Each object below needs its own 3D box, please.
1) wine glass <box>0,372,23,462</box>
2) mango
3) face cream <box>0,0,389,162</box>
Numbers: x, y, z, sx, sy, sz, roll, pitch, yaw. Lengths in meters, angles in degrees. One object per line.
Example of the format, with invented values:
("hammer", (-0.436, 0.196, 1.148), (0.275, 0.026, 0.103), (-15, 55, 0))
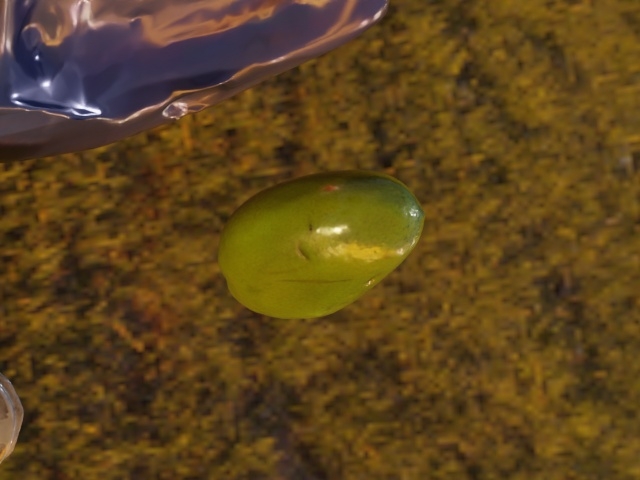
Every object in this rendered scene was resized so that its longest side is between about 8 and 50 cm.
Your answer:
("wine glass", (-0.188, 0.138, 0.840), (0.122, 0.122, 0.183), (56, 4, -33))
("mango", (-0.006, -0.002, 1.265), (0.117, 0.163, 0.089), (22, 48, -29))
("face cream", (-0.063, -0.169, 0.421), (0.249, 0.249, 0.225), (-3, 58, -56))
